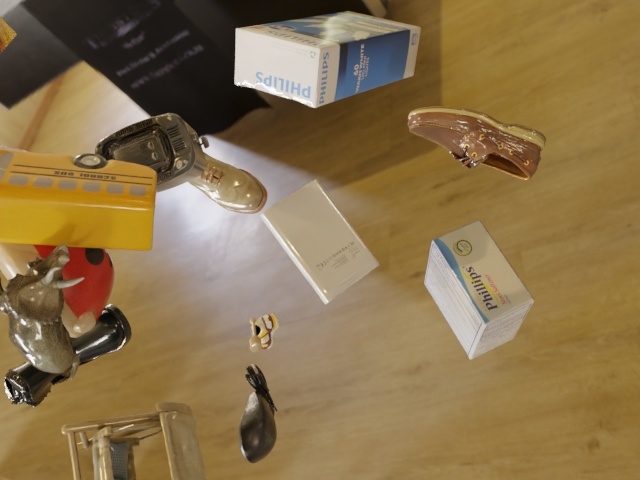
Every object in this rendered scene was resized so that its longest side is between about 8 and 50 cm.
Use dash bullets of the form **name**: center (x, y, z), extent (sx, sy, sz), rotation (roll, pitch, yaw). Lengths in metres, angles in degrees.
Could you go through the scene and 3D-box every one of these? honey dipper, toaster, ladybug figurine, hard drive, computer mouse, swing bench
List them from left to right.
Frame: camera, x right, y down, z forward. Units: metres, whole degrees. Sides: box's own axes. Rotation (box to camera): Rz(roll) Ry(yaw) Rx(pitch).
- **ladybug figurine**: center (-0.529, -0.014, 1.244), extent (0.162, 0.305, 0.449), rotation (-35, 72, -15)
- **swing bench**: center (-0.337, 0.463, 1.258), extent (0.255, 0.165, 0.253), rotation (-10, 61, -19)
- **toaster**: center (-0.335, -0.160, 1.308), extent (0.227, 0.146, 0.129), rotation (-21, 88, 7)
- **honey dipper**: center (-0.177, 0.245, 1.747), extent (0.030, 0.030, 0.160), rotation (-43, 21, 6)
- **computer mouse**: center (-0.154, 0.470, 1.757), extent (0.072, 0.188, 0.272), rotation (-15, 26, 11)
- **hard drive**: center (0.000, 0.000, 2.127), extent (0.233, 0.353, 0.047), rotation (-34, -5, -27)

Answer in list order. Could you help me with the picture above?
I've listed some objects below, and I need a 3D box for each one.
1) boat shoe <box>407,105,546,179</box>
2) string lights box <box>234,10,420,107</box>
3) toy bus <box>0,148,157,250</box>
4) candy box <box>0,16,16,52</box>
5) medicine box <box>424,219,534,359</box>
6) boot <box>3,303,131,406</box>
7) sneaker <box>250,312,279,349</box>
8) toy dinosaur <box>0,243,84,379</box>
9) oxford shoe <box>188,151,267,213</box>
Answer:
- **boat shoe**: center (0.193, -0.120, 0.816), extent (0.064, 0.178, 0.060), rotation (146, 138, -77)
- **string lights box**: center (0.017, -0.255, 0.904), extent (0.134, 0.076, 0.260), rotation (22, 32, 27)
- **toy bus**: center (-0.424, -0.063, 1.008), extent (0.130, 0.333, 0.108), rotation (-105, 23, -52)
- **candy box**: center (-0.606, -0.370, 1.069), extent (0.053, 0.186, 0.109), rotation (5, 57, 35)
- **medicine box**: center (0.414, 0.137, 1.768), extent (0.149, 0.289, 0.263), rotation (-24, 63, -9)
- **boot**: center (-0.516, 0.240, 1.338), extent (0.247, 0.094, 0.207), rotation (-32, 4, 42)
- **sneaker**: center (-0.196, 0.303, 2.172), extent (0.069, 0.084, 0.185), rotation (60, 148, 33)
- **toy dinosaur**: center (-0.434, 0.133, 1.010), extent (0.121, 0.313, 0.160), rotation (-13, 39, -29)
- **oxford shoe**: center (-0.303, -0.172, 1.838), extent (0.348, 0.130, 0.122), rotation (26, 92, 28)
